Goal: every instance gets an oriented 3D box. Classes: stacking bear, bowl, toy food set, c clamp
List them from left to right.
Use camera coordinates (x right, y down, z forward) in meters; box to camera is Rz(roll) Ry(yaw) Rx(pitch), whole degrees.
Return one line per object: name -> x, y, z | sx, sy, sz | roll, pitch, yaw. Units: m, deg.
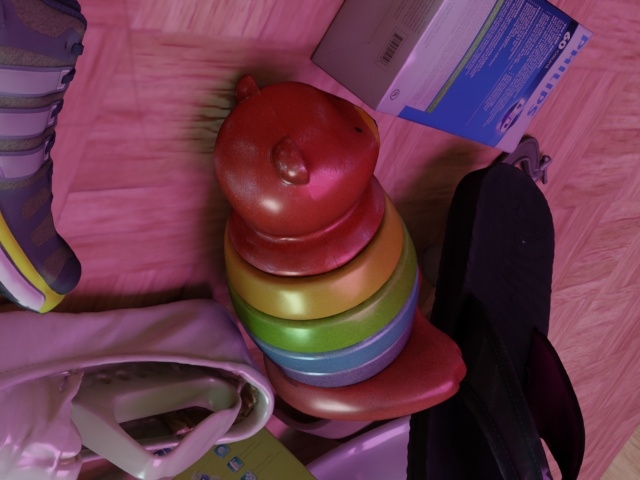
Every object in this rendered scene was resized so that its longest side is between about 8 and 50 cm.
stacking bear -> 0.000, 0.000, 0.837 | 0.164, 0.175, 0.289 | -20, 138, -3
bowl -> 0.071, 0.328, 1.279 | 0.297, 0.134, 0.298 | -24, 155, -12
toy food set -> 0.101, 0.112, 1.211 | 0.306, 0.092, 0.219 | -43, 154, 5
c clamp -> 0.206, -0.049, 1.212 | 0.160, 0.022, 0.137 | -42, 152, -15

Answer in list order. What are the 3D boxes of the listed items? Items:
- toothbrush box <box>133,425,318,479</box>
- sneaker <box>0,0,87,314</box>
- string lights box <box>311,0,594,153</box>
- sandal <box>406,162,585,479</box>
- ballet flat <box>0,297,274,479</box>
toothbrush box -> -0.032, 0.281, 0.995 | 0.122, 0.283, 0.206 | -42, 152, -12
sneaker -> -0.167, -0.069, 0.556 | 0.121, 0.111, 0.300 | -43, 154, -21
string lights box -> 0.119, -0.159, 0.887 | 0.259, 0.076, 0.133 | 6, 120, -58
sandal -> 0.170, 0.129, 0.978 | 0.167, 0.107, 0.446 | 24, 63, -39
ballet flat -> -0.174, 0.120, 0.753 | 0.400, 0.139, 0.139 | -6, 130, -53
